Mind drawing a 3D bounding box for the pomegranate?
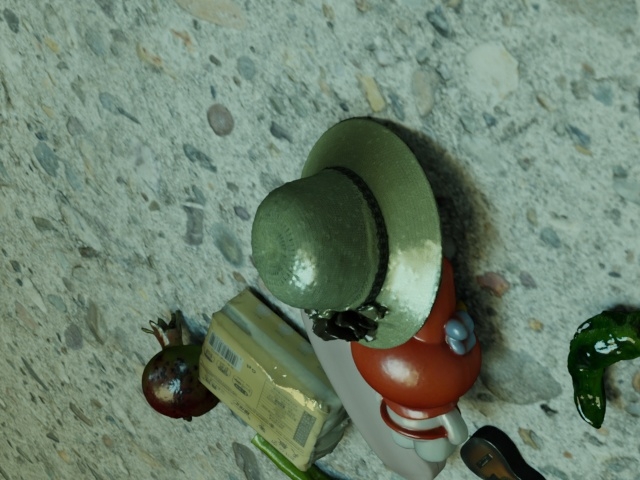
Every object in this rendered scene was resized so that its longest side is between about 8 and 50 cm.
[{"bbox_3d":[-0.210,0.191,2.067,0.129,0.129,0.159,3,119,51],"label":"pomegranate"}]

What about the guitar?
[{"bbox_3d":[0.265,0.319,1.685,0.233,0.025,0.088,43,149,8],"label":"guitar"}]

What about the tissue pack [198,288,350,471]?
[{"bbox_3d":[-0.060,0.194,1.903,0.222,0.090,0.186,37,146,17],"label":"tissue pack"}]

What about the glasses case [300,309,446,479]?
[{"bbox_3d":[0.067,0.180,1.733,0.113,0.075,0.297,9,133,56],"label":"glasses case"}]

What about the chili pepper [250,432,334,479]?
[{"bbox_3d":[-0.022,0.342,2.067,0.201,0.050,0.052,31,-178,25],"label":"chili pepper"}]

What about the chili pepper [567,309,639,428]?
[{"bbox_3d":[0.285,0.123,1.414,0.073,0.050,0.182,33,149,14],"label":"chili pepper"}]

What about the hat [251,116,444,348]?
[{"bbox_3d":[0.000,0.000,1.470,0.257,0.130,0.257,16,110,53],"label":"hat"}]

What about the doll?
[{"bbox_3d":[0.108,0.123,1.568,0.161,0.130,0.290,28,137,40],"label":"doll"}]
